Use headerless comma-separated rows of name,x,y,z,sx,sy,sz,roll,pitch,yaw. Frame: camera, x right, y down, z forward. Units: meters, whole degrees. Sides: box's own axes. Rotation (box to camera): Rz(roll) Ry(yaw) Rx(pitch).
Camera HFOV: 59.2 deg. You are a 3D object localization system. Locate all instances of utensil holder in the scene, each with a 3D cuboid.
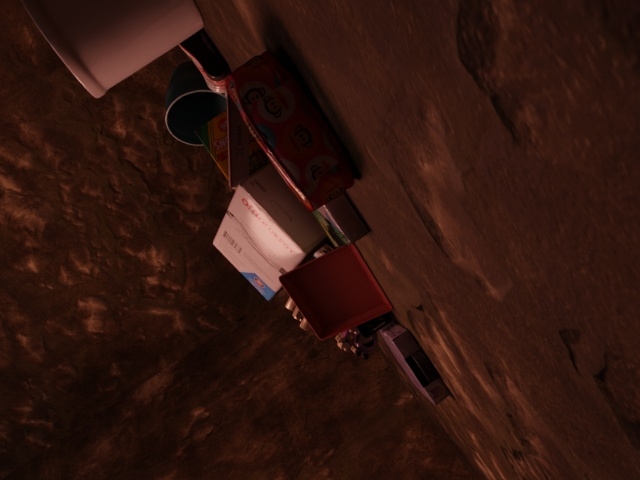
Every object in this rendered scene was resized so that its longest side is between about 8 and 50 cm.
utensil holder,-0.577,-0.650,1.605,0.327,0.385,0.327,55,175,7

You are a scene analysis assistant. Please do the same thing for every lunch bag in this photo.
lunch bag,-0.065,-0.200,1.077,0.293,0.120,0.258,57,176,-12

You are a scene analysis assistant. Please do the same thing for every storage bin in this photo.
storage bin,0.136,0.206,1.810,0.180,0.122,0.084,58,175,-20

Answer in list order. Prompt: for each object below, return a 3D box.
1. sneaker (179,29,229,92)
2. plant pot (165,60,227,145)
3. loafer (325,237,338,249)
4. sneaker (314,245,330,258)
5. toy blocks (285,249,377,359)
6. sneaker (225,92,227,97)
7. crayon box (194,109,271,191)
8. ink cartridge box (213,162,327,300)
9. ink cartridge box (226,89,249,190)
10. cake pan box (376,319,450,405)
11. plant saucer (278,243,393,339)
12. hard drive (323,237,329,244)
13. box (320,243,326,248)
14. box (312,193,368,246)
sneaker,-0.385,-0.597,1.824,0.270,0.090,0.145,53,173,10
plant pot,-0.483,-0.561,2.222,0.271,0.272,0.255,63,-172,-55
loafer,0.071,0.042,1.723,0.170,0.061,0.062,58,174,-31
sneaker,0.031,0.068,2.381,0.190,0.071,0.083,46,166,21
toy blocks,0.072,0.210,1.999,0.289,0.260,0.309,28,-178,-17
sneaker,-0.335,-0.551,2.000,0.069,0.038,0.098,58,166,-2
crayon box,-0.259,-0.297,1.941,0.318,0.202,0.081,55,175,6
ink cartridge box,-0.156,-0.020,1.801,0.285,0.166,0.395,46,146,4
ink cartridge box,-0.253,-0.306,1.728,0.261,0.066,0.296,-136,45,-75
cake pan box,0.288,0.378,1.796,0.245,0.070,0.267,54,176,-3
plant saucer,0.047,0.148,1.694,0.259,0.258,0.047,57,-162,-20
hard drive,0.000,0.000,1.965,0.022,0.094,0.135,57,176,-6
box,-0.093,0.003,2.100,0.059,0.233,0.183,49,173,43
box,0.012,-0.094,1.409,0.232,0.058,0.322,56,176,-1
